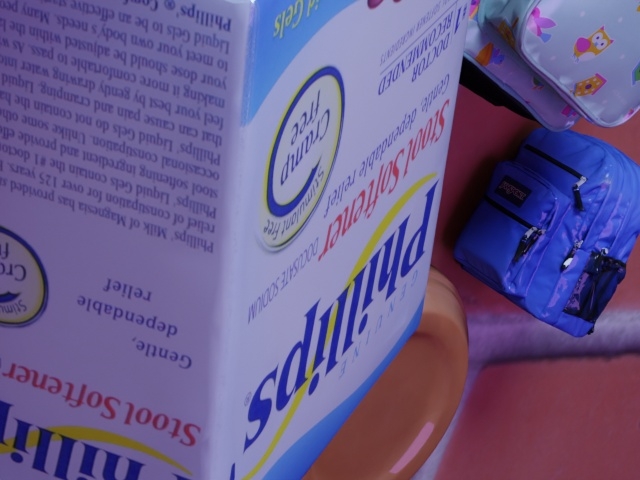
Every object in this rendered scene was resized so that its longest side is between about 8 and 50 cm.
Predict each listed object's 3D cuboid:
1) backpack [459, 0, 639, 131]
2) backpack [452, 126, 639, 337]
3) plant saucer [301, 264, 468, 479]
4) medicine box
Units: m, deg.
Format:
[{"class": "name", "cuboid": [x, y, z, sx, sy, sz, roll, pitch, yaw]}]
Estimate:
[{"class": "backpack", "cuboid": [0.140, -0.168, 0.995, 0.166, 0.144, 0.188, 32, 89, -48]}, {"class": "backpack", "cuboid": [0.154, -0.013, 1.160, 0.101, 0.098, 0.120, 24, 99, -49]}, {"class": "plant saucer", "cuboid": [0.029, 0.107, 1.161, 0.200, 0.037, 0.200, -28, 134, -33]}, {"class": "medicine box", "cuboid": [-0.049, -0.039, 0.800, 0.263, 0.149, 0.289, -47, 149, -53]}]
